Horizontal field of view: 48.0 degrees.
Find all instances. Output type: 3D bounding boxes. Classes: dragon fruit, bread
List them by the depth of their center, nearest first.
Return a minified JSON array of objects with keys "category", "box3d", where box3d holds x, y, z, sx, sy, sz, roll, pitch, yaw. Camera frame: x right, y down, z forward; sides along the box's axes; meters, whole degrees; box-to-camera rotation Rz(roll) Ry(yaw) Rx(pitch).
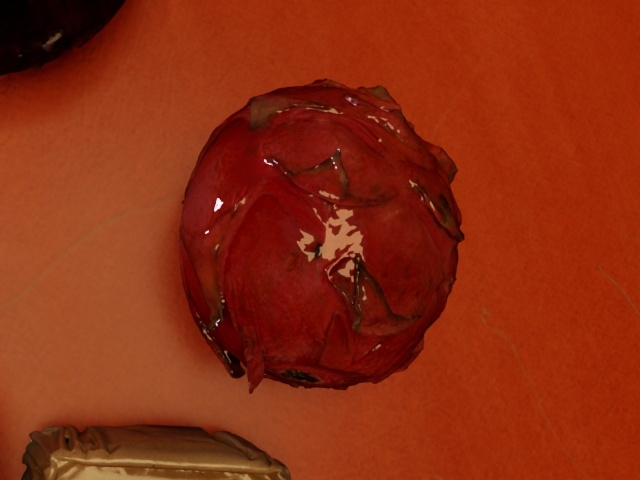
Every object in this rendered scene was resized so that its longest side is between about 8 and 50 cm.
[{"category":"bread","box3d":[-0.131,0.242,0.554,0.210,0.110,0.192,4,87,-16]},{"category":"dragon fruit","box3d":[0.003,-0.005,0.575,0.241,0.241,0.252,8,94,-15]}]

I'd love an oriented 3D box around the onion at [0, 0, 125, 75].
[{"category":"onion","box3d":[-0.259,-0.272,0.523,0.314,0.232,0.313,-14,113,-37]}]
